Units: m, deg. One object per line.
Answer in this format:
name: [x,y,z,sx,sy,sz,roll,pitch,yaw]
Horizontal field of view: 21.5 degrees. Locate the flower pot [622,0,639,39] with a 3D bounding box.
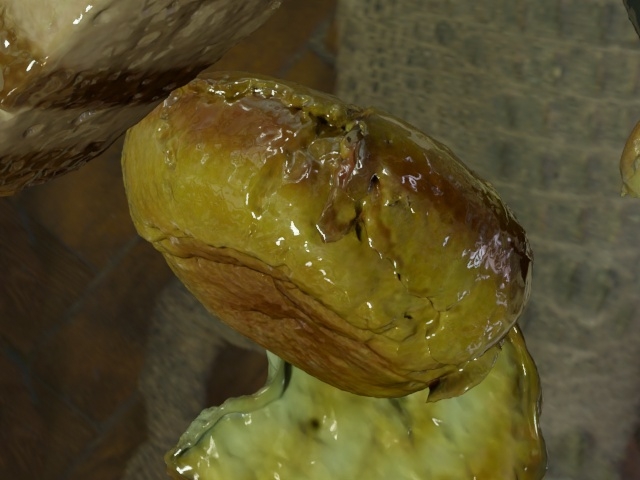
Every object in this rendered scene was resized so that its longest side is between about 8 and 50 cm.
flower pot: [0.314,-0.164,0.630,0.330,0.293,0.294,10,97,-20]

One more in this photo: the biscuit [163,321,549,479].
biscuit: [0.028,0.148,1.468,0.335,0.078,0.329,-6,75,-7]

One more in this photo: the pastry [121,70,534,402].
pastry: [0.000,0.000,1.292,0.356,0.356,0.164,32,74,-22]

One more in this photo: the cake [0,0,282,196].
cake: [-0.135,-0.172,0.860,0.293,0.198,0.196,-40,80,24]

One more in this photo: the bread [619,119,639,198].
bread: [0.334,-0.053,1.484,0.133,0.174,0.251,-12,148,-12]
